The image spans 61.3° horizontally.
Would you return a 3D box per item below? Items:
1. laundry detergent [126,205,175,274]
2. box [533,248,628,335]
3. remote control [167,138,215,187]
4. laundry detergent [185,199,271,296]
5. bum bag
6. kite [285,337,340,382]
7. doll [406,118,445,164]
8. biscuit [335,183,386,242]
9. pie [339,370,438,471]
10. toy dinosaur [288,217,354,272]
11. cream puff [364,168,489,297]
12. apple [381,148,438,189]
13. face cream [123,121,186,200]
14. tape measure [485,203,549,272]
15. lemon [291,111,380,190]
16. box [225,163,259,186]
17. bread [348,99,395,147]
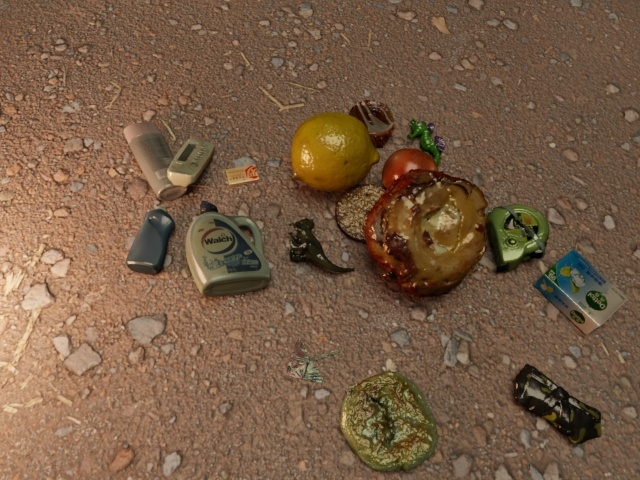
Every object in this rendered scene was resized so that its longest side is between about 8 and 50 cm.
[{"bbox_3d":[-0.456,-0.010,1.474,0.096,0.061,0.206,4,58,6],"label":"laundry detergent"},{"bbox_3d":[0.718,0.141,1.495,0.139,0.073,0.194,-33,68,-22],"label":"box"},{"bbox_3d":[-0.377,-0.229,1.578,0.090,0.049,0.230,10,35,0],"label":"remote control"},{"bbox_3d":[-0.258,0.007,1.457,0.214,0.105,0.281,-6,56,-24],"label":"laundry detergent"},{"bbox_3d":[0.585,0.410,1.333,0.232,0.060,0.107,36,72,16],"label":"bum bag"},{"bbox_3d":[-0.023,0.300,1.368,0.152,0.005,0.137,-26,66,-20],"label":"kite"},{"bbox_3d":[0.339,-0.320,1.741,0.115,0.050,0.190,-13,64,-17],"label":"doll"},{"bbox_3d":[0.135,-0.080,1.579,0.187,0.027,0.188,-1,68,1],"label":"biscuit"},{"bbox_3d":[0.164,0.427,1.285,0.240,0.054,0.241,2,58,-3],"label":"pie"},{"bbox_3d":[0.000,0.000,1.498,0.178,0.087,0.187,-4,62,-7],"label":"toy dinosaur"},{"bbox_3d":[0.271,-0.025,1.447,0.350,0.228,0.351,-1,92,-19],"label":"cream puff"},{"bbox_3d":[0.262,-0.193,1.598,0.163,0.163,0.139,28,68,10],"label":"apple"},{"bbox_3d":[-0.486,-0.241,1.596,0.107,0.073,0.269,-16,62,-33],"label":"face cream"},{"bbox_3d":[0.565,-0.018,1.556,0.175,0.106,0.200,-11,59,4],"label":"tape measure"},{"bbox_3d":[0.040,-0.255,1.571,0.253,0.228,0.228,1,60,-10],"label":"lemon"},{"bbox_3d":[-0.236,-0.196,1.629,0.093,0.015,0.058,-13,63,-12],"label":"box"},{"bbox_3d":[0.161,-0.374,1.740,0.160,0.073,0.161,4,57,-7],"label":"bread"}]
